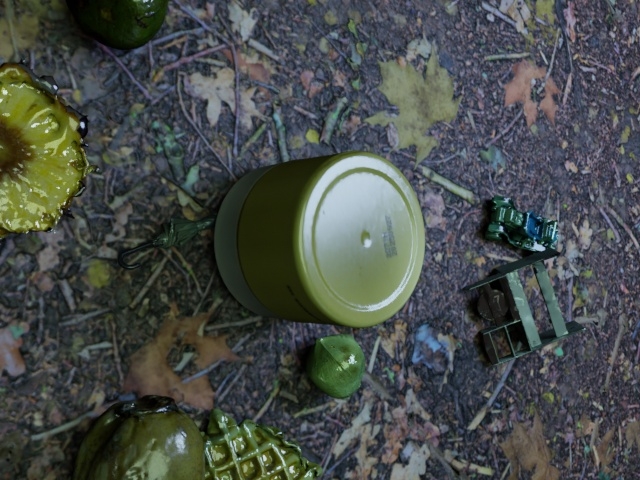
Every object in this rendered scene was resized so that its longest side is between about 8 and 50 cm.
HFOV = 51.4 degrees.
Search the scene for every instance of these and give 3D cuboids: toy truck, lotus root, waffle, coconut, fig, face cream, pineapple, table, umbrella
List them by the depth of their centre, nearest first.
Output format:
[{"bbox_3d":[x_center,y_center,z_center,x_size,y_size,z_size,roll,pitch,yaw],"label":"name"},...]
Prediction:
[{"bbox_3d":[-0.358,-0.095,0.732,0.225,0.076,0.224,4,83,-34],"label":"pineapple"},{"bbox_3d":[-0.212,0.314,0.750,0.154,0.154,0.278,15,80,-30],"label":"lotus root"},{"bbox_3d":[-0.237,-0.310,0.807,0.123,0.123,0.156,38,39,-24],"label":"fig"},{"bbox_3d":[0.000,0.000,0.866,0.218,0.179,0.218,1,88,-39],"label":"face cream"},{"bbox_3d":[-0.103,0.345,0.868,0.208,0.054,0.214,33,72,-21],"label":"waffle"},{"bbox_3d":[-0.152,-0.030,0.883,0.269,0.044,0.044,-29,64,-36],"label":"umbrella"},{"bbox_3d":[0.021,0.173,0.940,0.088,0.088,0.096,-47,117,-25],"label":"coconut"},{"bbox_3d":[0.347,0.114,1.151,0.175,0.062,0.146,-21,98,1],"label":"table"},{"bbox_3d":[0.362,-0.022,1.167,0.154,0.078,0.080,21,74,-28],"label":"toy truck"}]

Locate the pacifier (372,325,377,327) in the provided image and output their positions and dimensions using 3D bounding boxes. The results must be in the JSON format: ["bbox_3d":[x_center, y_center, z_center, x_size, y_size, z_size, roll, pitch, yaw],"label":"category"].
[{"bbox_3d":[0.077,0.092,1.007,0.064,0.068,0.083,20,53,5],"label":"pacifier"}]
